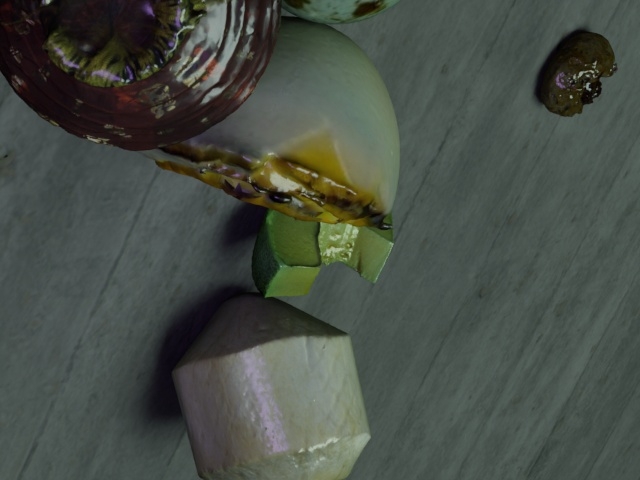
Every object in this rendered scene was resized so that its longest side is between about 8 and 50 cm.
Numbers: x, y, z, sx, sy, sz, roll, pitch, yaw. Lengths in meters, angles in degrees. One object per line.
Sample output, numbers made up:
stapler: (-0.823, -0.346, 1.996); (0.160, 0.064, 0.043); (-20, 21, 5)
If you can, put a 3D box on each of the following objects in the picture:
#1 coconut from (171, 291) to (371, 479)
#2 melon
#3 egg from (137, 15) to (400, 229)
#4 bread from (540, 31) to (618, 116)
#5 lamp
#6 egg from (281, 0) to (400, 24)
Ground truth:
coconut: (-0.053, 0.161, 2.016); (0.202, 0.222, 0.202); (-14, 172, -2)
melon: (0.000, 0.000, 2.012); (0.209, 0.118, 0.064); (-3, 138, -41)
egg: (-0.048, -0.120, 1.693); (0.286, 0.264, 0.174); (8, 98, -66)
bread: (0.317, -0.204, 2.318); (0.113, 0.060, 0.082); (-52, 154, -2)
lamp: (-0.150, -0.188, 1.466); (0.247, 0.247, 0.247); (-37, 147, -29)
egg: (0.031, -0.289, 1.691); (0.231, 0.169, 0.169); (-41, 149, -35)
